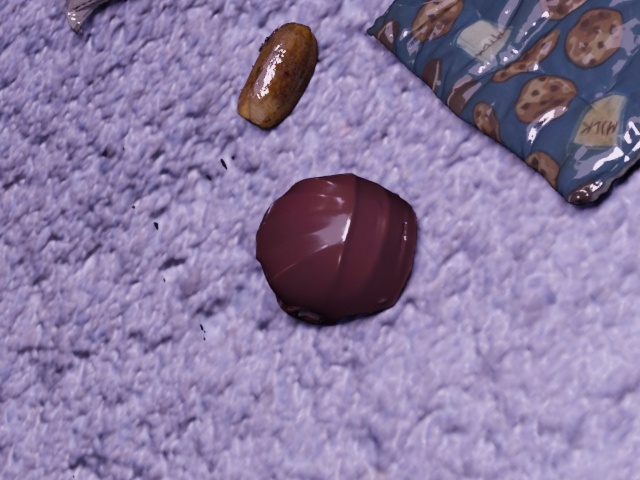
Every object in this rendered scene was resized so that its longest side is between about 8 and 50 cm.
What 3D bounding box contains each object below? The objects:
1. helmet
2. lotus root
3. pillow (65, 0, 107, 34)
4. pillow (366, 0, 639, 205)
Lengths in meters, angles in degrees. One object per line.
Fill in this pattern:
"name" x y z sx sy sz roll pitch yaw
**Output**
"helmet" 0.000 0.000 1.089 0.123 0.070 0.098 -9 62 35
"lotus root" -0.028 -0.119 1.202 0.030 0.037 0.083 19 79 40
"pillow" -0.111 -0.264 1.339 0.255 0.059 0.169 -12 60 36
"pillow" 0.151 -0.149 1.072 0.189 0.034 0.255 -50 45 6
